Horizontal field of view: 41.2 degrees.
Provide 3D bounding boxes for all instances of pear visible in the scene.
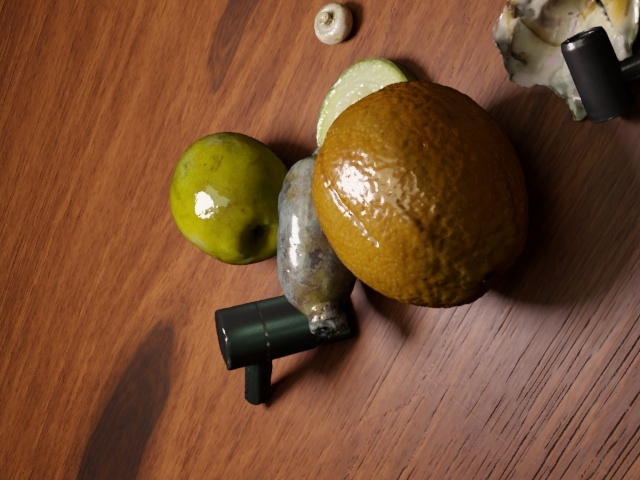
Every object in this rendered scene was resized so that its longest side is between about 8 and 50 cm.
[{"bbox_3d":[-0.171,-0.089,1.688,0.253,0.253,0.307,-55,37,25],"label":"pear"}]

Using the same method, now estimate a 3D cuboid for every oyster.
[{"bbox_3d":[0.382,-0.342,1.274,0.271,0.100,0.275,-36,102,20],"label":"oyster"}]

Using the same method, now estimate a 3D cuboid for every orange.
[{"bbox_3d":[0.159,-0.067,1.325,0.322,0.322,0.357,-52,56,27],"label":"orange"}]

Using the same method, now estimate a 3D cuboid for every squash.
[{"bbox_3d":[0.092,-0.208,1.584,0.252,0.049,0.252,-5,83,43],"label":"squash"}]

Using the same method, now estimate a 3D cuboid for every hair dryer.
[{"bbox_3d":[-0.074,0.218,1.653,0.302,0.244,0.116,99,156,-50],"label":"hair dryer"},{"bbox_3d":[0.474,-0.275,1.189,0.255,0.070,0.128,-25,104,21],"label":"hair dryer"}]

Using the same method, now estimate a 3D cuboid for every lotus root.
[{"bbox_3d":[-0.002,0.000,1.518,0.175,0.175,0.349,-10,70,43],"label":"lotus root"}]

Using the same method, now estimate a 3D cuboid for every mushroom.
[{"bbox_3d":[0.024,-0.425,1.661,0.084,0.067,0.083,-10,74,37],"label":"mushroom"}]
